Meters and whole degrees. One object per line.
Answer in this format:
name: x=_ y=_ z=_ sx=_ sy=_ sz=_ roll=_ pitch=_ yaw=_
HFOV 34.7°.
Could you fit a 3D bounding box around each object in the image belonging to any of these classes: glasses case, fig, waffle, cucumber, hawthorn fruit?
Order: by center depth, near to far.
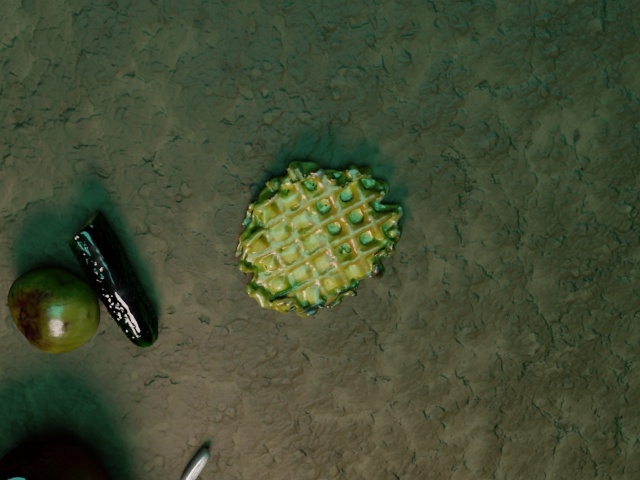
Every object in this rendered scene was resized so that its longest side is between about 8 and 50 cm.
fig: x=-0.421 y=0.110 z=1.621 sx=0.135 sy=0.121 sz=0.153 roll=4 pitch=140 yaw=33
hawthorn fruit: x=-0.439 y=0.485 z=1.646 sx=0.294 sy=0.295 sz=0.312 roll=-24 pitch=104 yaw=-1
cucumber: x=-0.328 y=0.073 z=1.652 sx=0.074 sy=0.074 sz=0.242 roll=-25 pitch=110 yaw=-1
waffle: x=0.000 y=0.001 z=1.685 sx=0.262 sy=0.060 sz=0.281 roll=15 pitch=104 yaw=-12
glasses case: x=-0.219 y=0.397 z=1.783 sx=0.021 sy=0.032 sz=0.083 roll=32 pitch=98 yaw=-19
